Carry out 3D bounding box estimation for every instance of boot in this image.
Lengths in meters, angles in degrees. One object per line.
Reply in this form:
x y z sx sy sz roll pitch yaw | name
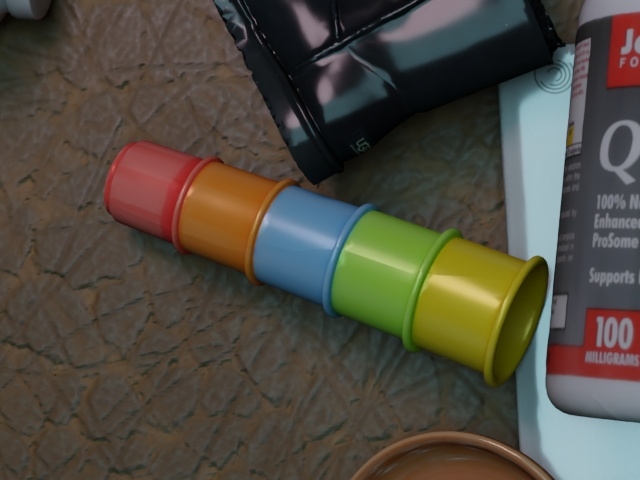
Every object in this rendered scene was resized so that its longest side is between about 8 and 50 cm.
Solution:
0.034 -0.182 1.364 0.207 0.094 0.246 -29 66 5 | boot

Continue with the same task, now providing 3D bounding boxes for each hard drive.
0.249 0.034 1.357 0.233 0.047 0.353 -4 84 8 | hard drive

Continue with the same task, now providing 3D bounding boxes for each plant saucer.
0.098 0.229 1.341 0.200 0.037 0.200 1 93 26 | plant saucer

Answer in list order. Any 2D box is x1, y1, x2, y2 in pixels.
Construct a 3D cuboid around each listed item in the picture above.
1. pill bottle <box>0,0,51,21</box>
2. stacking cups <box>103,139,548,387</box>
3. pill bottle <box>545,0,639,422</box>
-0.277 -0.201 1.429 0.152 0.086 0.086 7 86 9 | pill bottle
0.000 0.000 1.359 0.316 0.096 0.096 23 89 22 | stacking cups
0.260 -0.061 1.234 0.210 0.210 0.363 5 86 8 | pill bottle
